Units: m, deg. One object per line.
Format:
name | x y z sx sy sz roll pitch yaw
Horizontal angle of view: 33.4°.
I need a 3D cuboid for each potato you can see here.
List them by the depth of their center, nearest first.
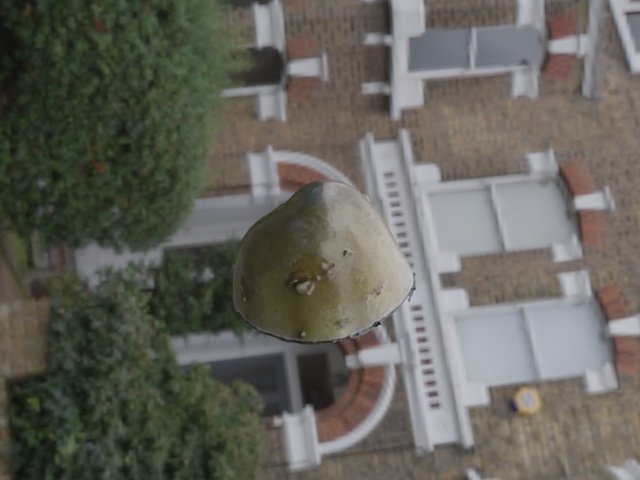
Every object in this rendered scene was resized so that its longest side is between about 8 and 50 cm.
potato | 0.000 0.000 1.076 0.182 0.202 0.117 18 -49 35
